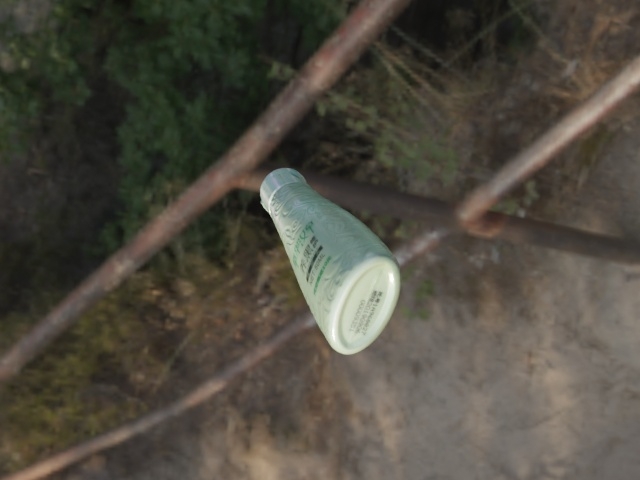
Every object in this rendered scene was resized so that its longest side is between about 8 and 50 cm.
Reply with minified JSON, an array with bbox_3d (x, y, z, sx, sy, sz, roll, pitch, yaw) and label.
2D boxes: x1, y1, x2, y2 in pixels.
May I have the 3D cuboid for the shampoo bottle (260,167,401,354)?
[{"bbox_3d":[0.000,0.000,0.716,0.191,0.041,0.069,-125,49,-60],"label":"shampoo bottle"}]
